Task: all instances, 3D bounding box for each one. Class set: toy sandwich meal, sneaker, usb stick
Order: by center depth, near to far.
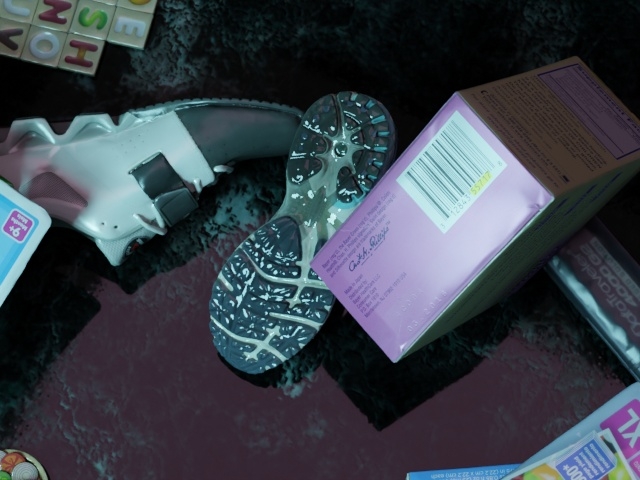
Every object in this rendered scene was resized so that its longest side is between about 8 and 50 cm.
[{"bbox_3d":[-0.288,0.231,1.328,0.085,0.029,0.086,0,73,0],"label":"toy sandwich meal"},{"bbox_3d":[0.000,0.000,1.361,0.110,0.122,0.283,32,99,16],"label":"sneaker"},{"bbox_3d":[0.281,0.054,1.375,0.077,0.045,0.278,-38,77,-3],"label":"usb stick"},{"bbox_3d":[-0.161,-0.052,1.378,0.330,0.122,0.146,-8,82,4],"label":"sneaker"}]

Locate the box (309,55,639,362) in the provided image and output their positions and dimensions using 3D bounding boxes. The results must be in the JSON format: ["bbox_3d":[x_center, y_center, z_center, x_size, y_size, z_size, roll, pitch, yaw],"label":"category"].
[{"bbox_3d":[0.146,-0.033,1.257,0.117,0.243,0.213,49,124,14],"label":"box"}]

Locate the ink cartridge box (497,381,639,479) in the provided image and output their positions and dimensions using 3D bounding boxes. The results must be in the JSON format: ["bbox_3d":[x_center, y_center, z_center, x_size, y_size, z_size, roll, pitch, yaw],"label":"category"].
[{"bbox_3d":[0.204,0.284,1.244,0.311,0.065,0.186,-34,76,-8],"label":"ink cartridge box"}]

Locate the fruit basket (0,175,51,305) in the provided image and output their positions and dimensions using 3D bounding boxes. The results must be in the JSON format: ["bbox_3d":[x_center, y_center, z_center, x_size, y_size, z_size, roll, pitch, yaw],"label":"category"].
[{"bbox_3d":[-0.455,0.040,1.309,0.327,0.165,0.353,34,89,18],"label":"fruit basket"}]

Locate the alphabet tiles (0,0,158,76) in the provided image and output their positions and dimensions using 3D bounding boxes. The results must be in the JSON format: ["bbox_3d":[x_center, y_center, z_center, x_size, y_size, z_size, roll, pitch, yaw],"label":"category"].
[{"bbox_3d":[-0.256,-0.288,1.497,0.198,0.009,0.237,13,73,4],"label":"alphabet tiles"}]

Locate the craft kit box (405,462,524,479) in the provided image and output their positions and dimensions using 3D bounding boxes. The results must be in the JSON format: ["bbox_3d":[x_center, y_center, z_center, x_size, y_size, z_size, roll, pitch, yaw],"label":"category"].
[{"bbox_3d":[0.210,0.321,1.290,0.249,0.061,0.247,-4,71,-1],"label":"craft kit box"}]
